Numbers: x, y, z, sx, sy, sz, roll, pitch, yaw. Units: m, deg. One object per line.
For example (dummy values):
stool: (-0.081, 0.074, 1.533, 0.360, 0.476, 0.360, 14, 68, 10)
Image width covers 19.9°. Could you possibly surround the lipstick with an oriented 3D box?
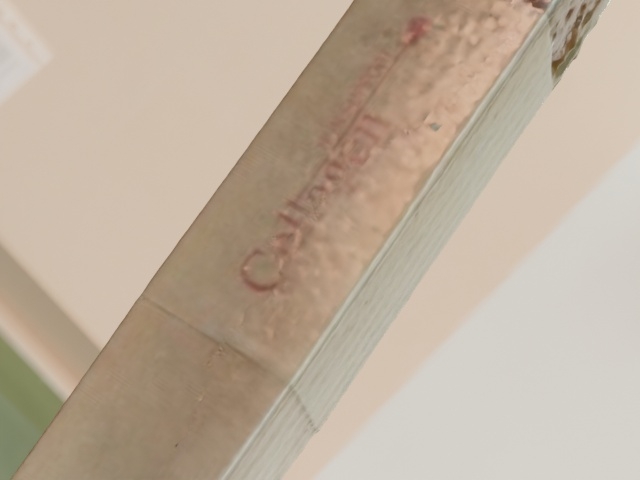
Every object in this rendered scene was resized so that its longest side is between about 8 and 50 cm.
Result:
lipstick: (0.000, 0.000, 0.744, 0.371, 0.076, 0.080, -55, 163, -13)
